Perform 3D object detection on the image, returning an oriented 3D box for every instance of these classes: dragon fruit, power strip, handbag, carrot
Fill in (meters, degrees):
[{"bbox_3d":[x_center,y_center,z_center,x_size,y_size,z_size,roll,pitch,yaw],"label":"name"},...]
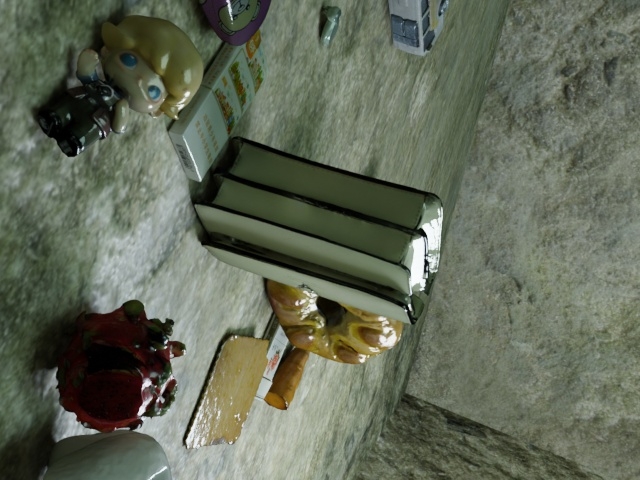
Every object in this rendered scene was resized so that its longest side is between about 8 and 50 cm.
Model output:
[{"bbox_3d":[-0.252,0.152,1.103,0.160,0.167,0.172,53,12,-26],"label":"dragon fruit"},{"bbox_3d":[0.014,-0.389,1.547,0.055,0.035,0.083,-59,174,-31],"label":"power strip"},{"bbox_3d":[0.000,0.000,1.368,0.236,0.359,0.160,76,35,-61],"label":"handbag"},{"bbox_3d":[-0.068,0.310,2.031,0.205,0.072,0.072,-57,159,-45],"label":"carrot"}]

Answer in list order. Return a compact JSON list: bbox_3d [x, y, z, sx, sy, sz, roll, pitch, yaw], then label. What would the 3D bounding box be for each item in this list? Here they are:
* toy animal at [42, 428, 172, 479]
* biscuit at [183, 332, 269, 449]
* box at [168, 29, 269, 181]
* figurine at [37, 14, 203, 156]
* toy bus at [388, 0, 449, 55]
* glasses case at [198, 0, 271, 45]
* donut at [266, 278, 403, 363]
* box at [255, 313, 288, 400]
[{"bbox_3d":[-0.300,0.361,1.112,0.265,0.206,0.271,-40,144,-53],"label":"toy animal"},{"bbox_3d":[-0.177,0.302,1.716,0.232,0.013,0.236,24,87,-66],"label":"biscuit"},{"bbox_3d":[-0.143,-0.205,1.247,0.220,0.032,0.122,-62,161,-24],"label":"box"},{"bbox_3d":[-0.219,-0.171,0.942,0.196,0.114,0.108,-42,174,-37],"label":"figurine"},{"bbox_3d":[0.208,-0.542,1.854,0.138,0.097,0.342,-62,161,-19],"label":"toy bus"},{"bbox_3d":[-0.117,-0.369,1.056,0.316,0.076,0.123,73,40,-64],"label":"glasses case"},{"bbox_3d":[0.033,0.116,1.763,0.317,0.299,0.150,-47,-162,48],"label":"donut"},{"bbox_3d":[-0.111,0.251,1.886,0.109,0.029,0.198,55,56,-70],"label":"box"}]
